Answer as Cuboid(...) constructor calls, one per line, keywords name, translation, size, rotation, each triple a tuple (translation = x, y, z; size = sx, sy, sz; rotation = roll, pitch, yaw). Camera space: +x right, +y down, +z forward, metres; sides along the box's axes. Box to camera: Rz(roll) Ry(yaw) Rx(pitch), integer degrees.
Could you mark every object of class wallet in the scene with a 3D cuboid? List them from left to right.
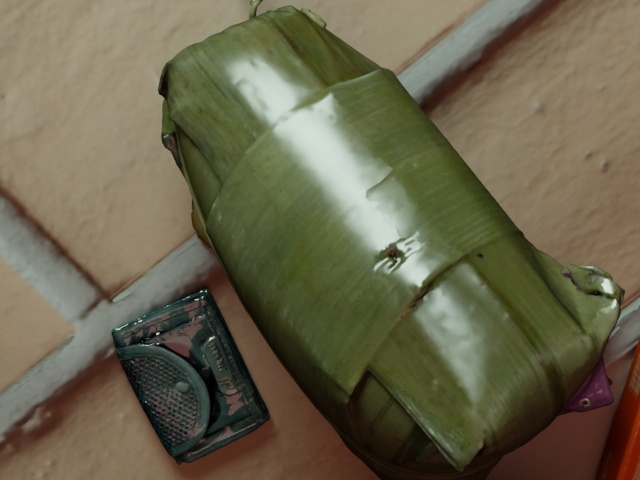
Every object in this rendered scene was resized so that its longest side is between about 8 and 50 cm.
Cuboid(name="wallet", translation=(-0.102, 0.110, 1.218), size=(0.088, 0.026, 0.129), rotation=(-24, 112, 0))

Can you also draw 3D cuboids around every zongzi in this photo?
Cuboid(name="zongzi", translation=(0.000, 0.000, 1.141), size=(0.181, 0.418, 0.447), rotation=(-32, 71, -15))

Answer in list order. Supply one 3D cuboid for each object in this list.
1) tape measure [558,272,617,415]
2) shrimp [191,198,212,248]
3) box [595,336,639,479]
Cuboid(name="tape measure", translation=(0.171, 0.083, 1.227), size=(0.125, 0.074, 0.118), rotation=(-17, 112, -5))
Cuboid(name="shrimp", translation=(-0.062, -0.041, 1.171), size=(0.059, 0.023, 0.108), rotation=(20, 106, -7))
Cuboid(name="box", translation=(0.378, 0.163, 1.306), size=(0.265, 0.048, 0.273), rotation=(8, 108, -12))
